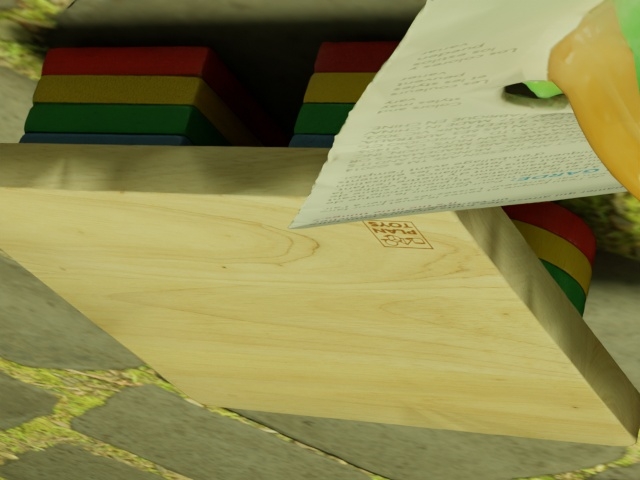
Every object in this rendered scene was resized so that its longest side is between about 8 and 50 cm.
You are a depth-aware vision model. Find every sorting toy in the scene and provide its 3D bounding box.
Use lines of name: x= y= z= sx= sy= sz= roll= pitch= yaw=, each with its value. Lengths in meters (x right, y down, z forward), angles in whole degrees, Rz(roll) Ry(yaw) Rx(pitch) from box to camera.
sorting toy: x=0.000 y=0.000 z=0.839 sx=0.257 sy=0.089 sz=0.255 roll=2 pitch=154 yaw=30

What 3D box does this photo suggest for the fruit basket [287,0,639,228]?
fruit basket: x=0.164 y=-0.066 z=0.449 sx=0.327 sy=0.165 sz=0.353 roll=-8 pitch=176 yaw=-7
